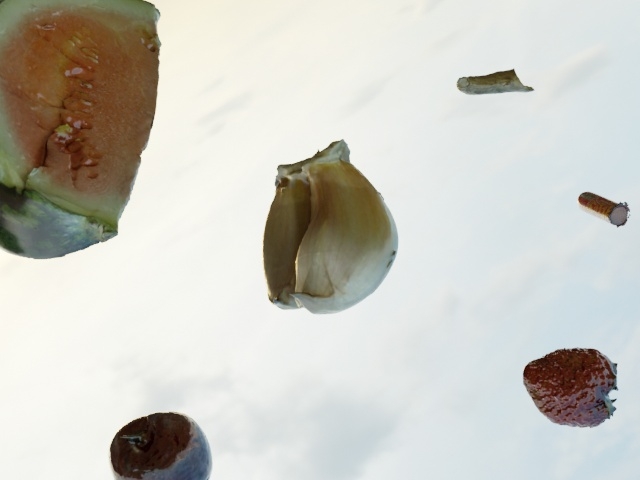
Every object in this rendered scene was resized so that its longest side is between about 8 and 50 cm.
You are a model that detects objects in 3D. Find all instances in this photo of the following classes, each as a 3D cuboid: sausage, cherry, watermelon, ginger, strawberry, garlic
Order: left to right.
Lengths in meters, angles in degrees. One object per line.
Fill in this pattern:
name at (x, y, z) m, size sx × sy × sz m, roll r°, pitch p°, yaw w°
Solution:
watermelon at (-0.232, -0.122, 0.811) m, size 0.159 × 0.128 × 0.303 m, roll -13°, pitch -139°, yaw 13°
cherry at (-0.359, 0.509, 2.320) m, size 0.230 × 0.300 × 0.203 m, roll -28°, pitch -132°, yaw 1°
garlic at (0.000, 0.000, 1.845) m, size 0.286 × 0.249 × 0.313 m, roll -11°, pitch -111°, yaw 20°
ginger at (0.299, -0.270, 1.728) m, size 0.137 × 0.044 × 0.057 m, roll -5°, pitch -151°, yaw -2°
strawberry at (0.405, 0.237, 1.630) m, size 0.148 × 0.131 × 0.131 m, roll 1°, pitch -152°, yaw 16°
sausage at (0.523, -0.066, 1.891) m, size 0.048 × 0.050 × 0.145 m, roll -13°, pitch -161°, yaw -12°
